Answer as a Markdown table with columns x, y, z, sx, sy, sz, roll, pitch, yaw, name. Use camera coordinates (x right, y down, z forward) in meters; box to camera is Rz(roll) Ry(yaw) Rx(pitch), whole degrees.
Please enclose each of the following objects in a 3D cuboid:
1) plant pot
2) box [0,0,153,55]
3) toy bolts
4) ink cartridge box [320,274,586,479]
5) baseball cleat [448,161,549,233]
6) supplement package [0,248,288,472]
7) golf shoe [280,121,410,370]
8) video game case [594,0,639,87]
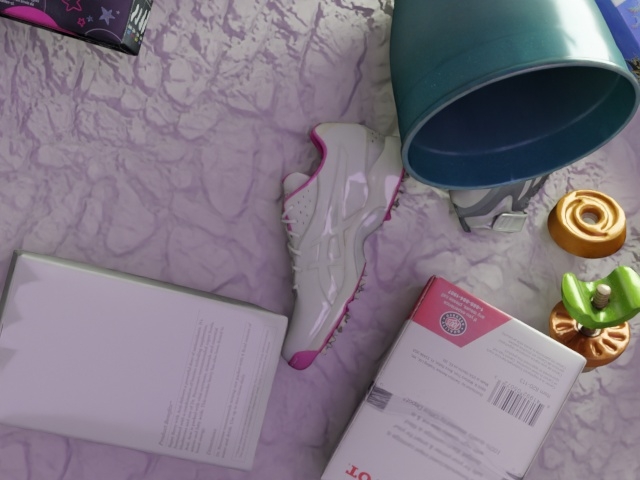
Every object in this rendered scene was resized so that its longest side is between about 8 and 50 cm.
| x | y | z | sx | sy | sz | roll | pitch | yaw | name |
| --- | --- | --- | --- | --- | --- | --- | --- | --- | --- |
| 0.196 | -0.232 | 1.372 | 0.272 | 0.271 | 0.255 | -7 | 66 | -16 | plant pot |
| -0.300 | -0.301 | 1.257 | 0.247 | 0.163 | 0.142 | 17 | 93 | -4 | box |
| 0.393 | 0.059 | 1.530 | 0.229 | 0.158 | 0.218 | -4 | 52 | -6 | toy bolts |
| 0.153 | 0.215 | 1.418 | 0.207 | 0.117 | 0.283 | 30 | 83 | 5 | ink cartridge box |
| 0.258 | -0.077 | 1.505 | 0.206 | 0.072 | 0.109 | -26 | 112 | -10 | baseball cleat |
| -0.211 | 0.127 | 1.307 | 0.293 | 0.175 | 0.177 | 15 | 88 | -16 | supplement package |
| 0.000 | 0.000 | 1.412 | 0.140 | 0.115 | 0.306 | 23 | 78 | -5 | golf shoe |
| 0.512 | -0.287 | 1.570 | 0.244 | 0.061 | 0.269 | -36 | 100 | -12 | video game case |
